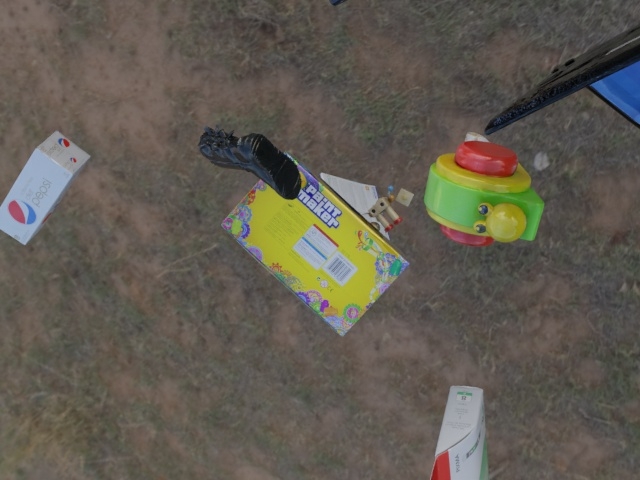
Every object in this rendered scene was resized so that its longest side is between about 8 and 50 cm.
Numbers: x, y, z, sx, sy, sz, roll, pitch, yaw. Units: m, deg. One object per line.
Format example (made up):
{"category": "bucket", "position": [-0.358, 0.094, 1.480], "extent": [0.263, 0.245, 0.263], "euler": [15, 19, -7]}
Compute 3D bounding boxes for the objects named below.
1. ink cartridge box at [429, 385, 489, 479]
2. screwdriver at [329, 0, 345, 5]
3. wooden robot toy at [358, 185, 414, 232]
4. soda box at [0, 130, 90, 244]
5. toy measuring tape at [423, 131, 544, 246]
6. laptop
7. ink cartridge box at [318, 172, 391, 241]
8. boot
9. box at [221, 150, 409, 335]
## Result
{"category": "ink cartridge box", "position": [0.189, 0.336, 0.877], "extent": [0.056, 0.225, 0.181], "euler": [-1, 115, 19]}
{"category": "screwdriver", "position": [0.075, -0.376, 0.902], "extent": [0.025, 0.024, 0.170], "euler": [24, 148, -36]}
{"category": "wooden robot toy", "position": [0.133, -0.059, 1.403], "extent": [0.173, 0.079, 0.076], "euler": [-38, 92, 21]}
{"category": "soda box", "position": [-0.494, -0.088, 1.143], "extent": [0.074, 0.069, 0.216], "euler": [38, 125, -15]}
{"category": "toy measuring tape", "position": [0.176, -0.080, 0.796], "extent": [0.121, 0.330, 0.121], "euler": [0, 115, 0]}
{"category": "laptop", "position": [0.323, -0.137, 0.567], "extent": [0.234, 0.264, 0.137], "euler": [-25, 100, 53]}
{"category": "ink cartridge box", "position": [0.098, -0.085, 1.970], "extent": [0.045, 0.224, 0.223], "euler": [-39, 52, 42]}
{"category": "boot", "position": [-0.090, -0.097, 0.818], "extent": [0.099, 0.045, 0.121], "euler": [9, 155, 39]}
{"category": "box", "position": [0.000, 0.000, 1.241], "extent": [0.290, 0.279, 0.177], "euler": [42, 95, 1]}
